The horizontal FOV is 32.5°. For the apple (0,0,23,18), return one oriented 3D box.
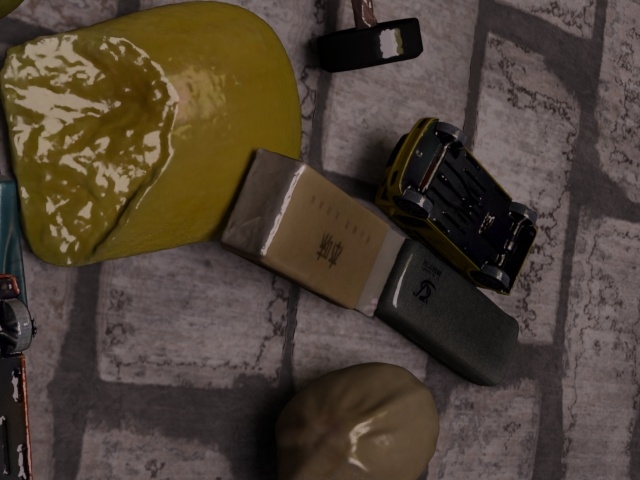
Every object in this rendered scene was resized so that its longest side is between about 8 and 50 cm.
[{"bbox_3d":[-0.408,-0.334,1.128,0.260,0.194,0.261,-1,92,-35],"label":"apple"}]

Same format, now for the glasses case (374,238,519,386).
[{"bbox_3d":[0.205,0.123,1.781,0.323,0.074,0.131,37,68,-37],"label":"glasses case"}]

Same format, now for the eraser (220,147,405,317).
[{"bbox_3d":[0.000,0.000,1.519,0.343,0.078,0.144,30,81,-57],"label":"eraser"}]

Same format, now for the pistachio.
[{"bbox_3d":[0.062,0.285,1.591,0.332,0.208,0.226,-21,151,-54],"label":"pistachio"}]

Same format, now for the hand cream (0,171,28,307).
[{"bbox_3d":[-0.371,0.023,1.277,0.083,0.048,0.224,-36,122,-73],"label":"hand cream"}]

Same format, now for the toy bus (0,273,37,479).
[{"bbox_3d":[-0.401,0.203,1.197,0.143,0.153,0.329,-8,96,-41],"label":"toy bus"}]

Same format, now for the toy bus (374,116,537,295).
[{"bbox_3d":[0.200,-0.050,1.716,0.331,0.151,0.145,41,70,-37],"label":"toy bus"}]

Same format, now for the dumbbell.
[{"bbox_3d":[0.057,-0.359,1.566,0.152,0.152,0.218,-20,105,-39],"label":"dumbbell"}]

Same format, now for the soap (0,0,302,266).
[{"bbox_3d":[-0.185,-0.141,1.391,0.427,0.115,0.306,-21,104,-39],"label":"soap"}]
